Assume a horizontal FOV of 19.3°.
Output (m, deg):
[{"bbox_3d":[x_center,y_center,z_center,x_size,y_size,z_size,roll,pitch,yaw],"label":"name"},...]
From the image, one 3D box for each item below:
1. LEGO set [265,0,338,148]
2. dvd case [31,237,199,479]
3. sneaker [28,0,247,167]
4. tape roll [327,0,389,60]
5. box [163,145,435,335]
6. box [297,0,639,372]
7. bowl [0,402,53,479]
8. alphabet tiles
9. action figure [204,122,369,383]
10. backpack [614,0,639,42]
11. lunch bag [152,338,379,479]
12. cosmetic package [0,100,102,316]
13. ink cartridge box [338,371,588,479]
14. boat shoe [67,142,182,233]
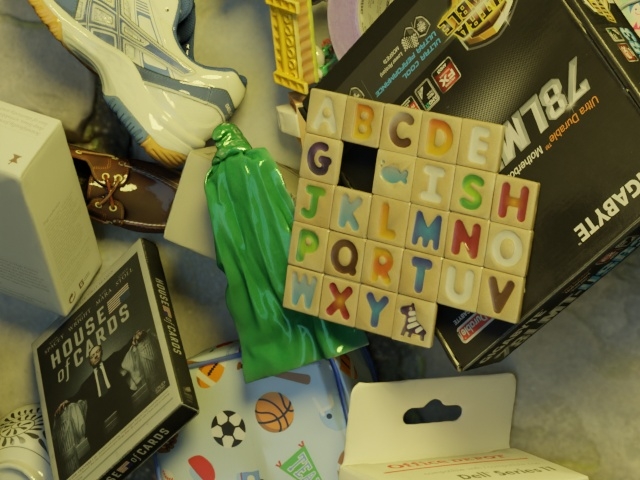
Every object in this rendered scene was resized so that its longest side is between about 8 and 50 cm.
[{"bbox_3d":[-0.022,-0.240,1.791,0.132,0.107,0.287,-27,90,57],"label":"LEGO set"},{"bbox_3d":[-0.206,0.133,1.846,0.179,0.029,0.238,-43,40,20],"label":"dvd case"},{"bbox_3d":[-0.189,-0.215,1.854,0.131,0.112,0.296,-40,82,3],"label":"sneaker"},{"bbox_3d":[0.107,-0.210,1.731,0.189,0.080,0.189,3,98,22],"label":"tape roll"},{"bbox_3d":[0.000,0.000,1.782,0.275,0.113,0.094,23,104,17],"label":"box"},{"bbox_3d":[0.151,-0.088,1.585,0.295,0.073,0.293,-44,66,37],"label":"box"},{"bbox_3d":[-0.301,0.259,1.951,0.170,0.080,0.170,2,96,22],"label":"bowl"},{"bbox_3d":[0.074,-0.013,1.592,0.237,0.009,0.198,14,101,35],"label":"alphabet tiles"},{"bbox_3d":[-0.048,0.002,1.708,0.137,0.063,0.232,-19,93,25],"label":"action figure"},{"bbox_3d":[0.337,-0.147,1.592,0.225,0.191,0.253,-4,88,28],"label":"backpack"},{"bbox_3d":[-0.030,0.240,1.821,0.243,0.115,0.303,-15,89,21],"label":"lunch bag"},{"bbox_3d":[-0.298,-0.034,1.841,0.117,0.085,0.231,19,146,17],"label":"cosmetic package"},{"bbox_3d":[0.123,0.306,1.702,0.119,0.207,0.353,15,104,55],"label":"ink cartridge box"},{"bbox_3d":[-0.218,-0.052,1.886,0.207,0.073,0.073,14,98,19],"label":"boat shoe"}]
